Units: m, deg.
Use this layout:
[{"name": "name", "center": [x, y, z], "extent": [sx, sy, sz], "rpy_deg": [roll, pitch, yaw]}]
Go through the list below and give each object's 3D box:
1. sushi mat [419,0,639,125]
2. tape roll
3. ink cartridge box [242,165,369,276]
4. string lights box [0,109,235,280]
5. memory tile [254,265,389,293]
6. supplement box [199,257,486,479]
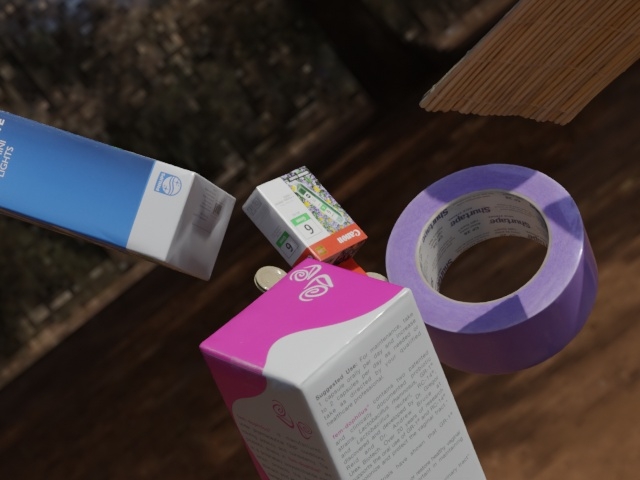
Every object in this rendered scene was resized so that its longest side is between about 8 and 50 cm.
[{"name": "sushi mat", "center": [0.205, -0.164, 1.371], "extent": [0.151, 0.019, 0.316], "rpy_deg": [3, -22, -22]}, {"name": "tape roll", "center": [0.161, 0.026, 1.700], "extent": [0.189, 0.189, 0.080], "rpy_deg": [-39, -37, -9]}, {"name": "ink cartridge box", "center": [0.000, 0.000, 1.383], "extent": [0.063, 0.115, 0.029], "rpy_deg": [-26, -20, -48]}, {"name": "string lights box", "center": [-0.212, -0.048, 1.449], "extent": [0.133, 0.260, 0.077], "rpy_deg": [34, -106, -76]}, {"name": "memory tile", "center": [0.010, 0.072, 1.792], "extent": [0.148, 0.113, 0.012], "rpy_deg": [5, -46, -20]}, {"name": "supplement box", "center": [0.024, 0.137, 1.237], "extent": [0.114, 0.220, 0.111], "rpy_deg": [-40, 34, -26]}]
